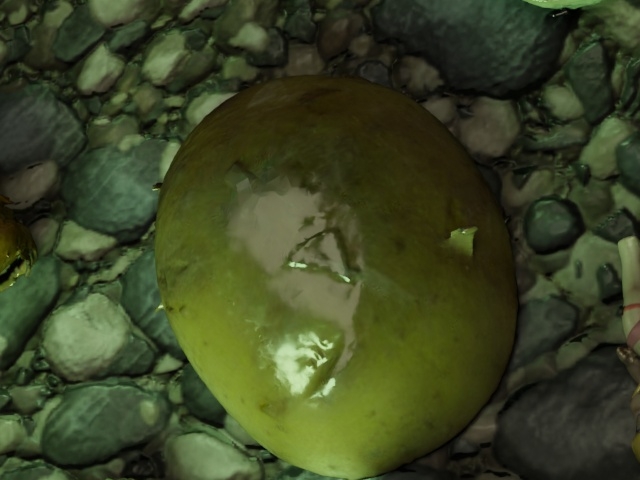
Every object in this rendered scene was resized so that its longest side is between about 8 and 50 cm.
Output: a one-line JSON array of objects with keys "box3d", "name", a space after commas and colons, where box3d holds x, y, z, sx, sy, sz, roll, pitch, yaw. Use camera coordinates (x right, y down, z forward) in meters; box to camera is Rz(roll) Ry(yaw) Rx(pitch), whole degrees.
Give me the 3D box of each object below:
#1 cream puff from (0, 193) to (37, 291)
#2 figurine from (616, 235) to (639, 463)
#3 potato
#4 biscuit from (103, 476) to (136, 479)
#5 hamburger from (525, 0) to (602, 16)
[{"box3d": [-0.269, 0.011, 1.090, 0.133, 0.119, 0.104, -33, 100, 36], "name": "cream puff"}, {"box3d": [0.219, 0.075, 0.940, 0.083, 0.083, 0.187, -14, 54, 13], "name": "figurine"}, {"box3d": [0.000, 0.000, 1.014, 0.239, 0.116, 0.299, -27, 66, 2], "name": "potato"}, {"box3d": [-0.133, 0.288, 0.978, 0.150, 0.052, 0.252, -33, 62, 8], "name": "biscuit"}, {"box3d": [0.161, -0.221, 1.067, 0.140, 0.062, 0.133, 9, 70, 23], "name": "hamburger"}]
